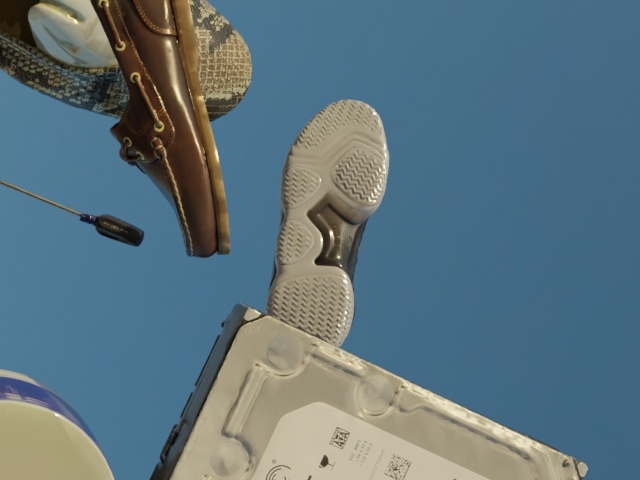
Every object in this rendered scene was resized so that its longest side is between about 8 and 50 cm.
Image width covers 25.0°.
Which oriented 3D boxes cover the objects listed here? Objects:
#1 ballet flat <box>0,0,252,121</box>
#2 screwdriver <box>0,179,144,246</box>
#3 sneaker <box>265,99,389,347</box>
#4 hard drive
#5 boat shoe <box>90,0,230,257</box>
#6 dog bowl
[{"bbox_3d":[-0.296,-0.253,1.371,0.482,0.182,0.164,26,-102,9],"label":"ballet flat"},{"bbox_3d":[-0.265,-0.028,1.515,0.169,0.024,0.025,17,-75,7],"label":"screwdriver"},{"bbox_3d":[0.000,0.000,1.444,0.153,0.101,0.269,103,-1,-74],"label":"sneaker"},{"bbox_3d":[0.032,0.224,1.195,0.237,0.338,0.064,-65,-164,-5],"label":"hard drive"},{"bbox_3d":[-0.114,-0.085,1.018,0.073,0.073,0.207,152,-75,-75],"label":"boat shoe"},{"bbox_3d":[-0.335,0.267,1.427,0.265,0.264,0.104,-62,-157,0],"label":"dog bowl"}]
